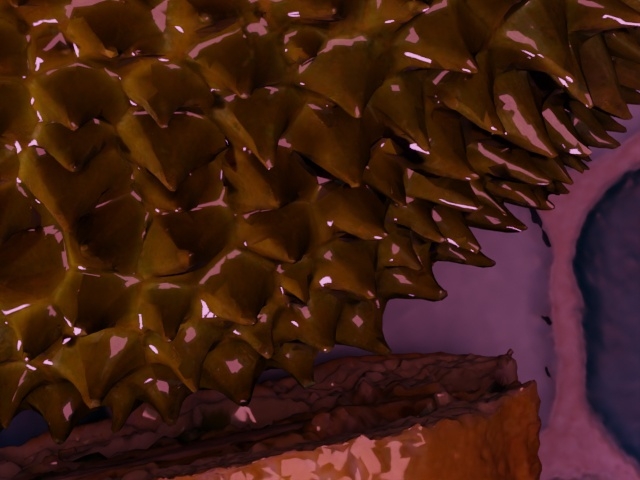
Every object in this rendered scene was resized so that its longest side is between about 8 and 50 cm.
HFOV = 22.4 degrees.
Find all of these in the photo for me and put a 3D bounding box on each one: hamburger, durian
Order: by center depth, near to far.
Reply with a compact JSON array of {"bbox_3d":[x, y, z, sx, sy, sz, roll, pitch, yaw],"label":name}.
[{"bbox_3d":[-0.039,-0.046,0.521,0.355,0.169,0.157,-15,117,-2],"label":"durian"},{"bbox_3d":[-0.056,0.130,0.556,0.283,0.144,0.156,-12,104,-2],"label":"hamburger"}]
